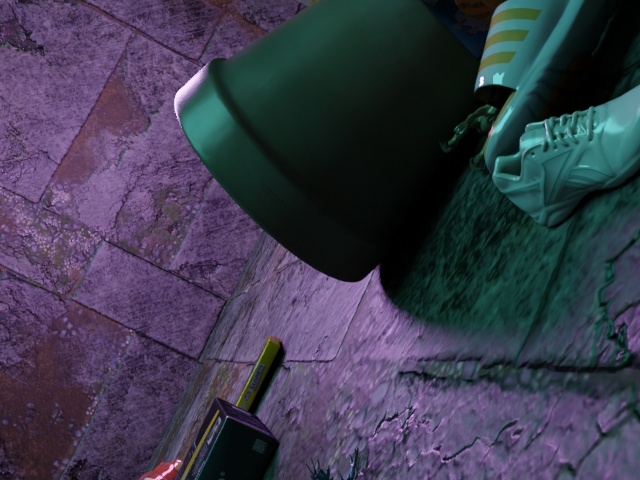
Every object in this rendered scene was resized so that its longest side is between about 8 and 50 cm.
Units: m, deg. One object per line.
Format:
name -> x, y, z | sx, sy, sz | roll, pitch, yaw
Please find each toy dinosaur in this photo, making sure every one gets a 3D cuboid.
toy dinosaur -> 0.169, -0.116, 0.824 | 0.092, 0.053, 0.183 | -47, -7, -10
toy dinosaur -> 0.007, 0.225, 0.736 | 0.082, 0.047, 0.090 | 96, -178, -57

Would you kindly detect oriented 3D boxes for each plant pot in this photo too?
plant pot -> 0.038, -0.159, 0.968 | 0.280, 0.323, 0.323 | -44, 14, 17

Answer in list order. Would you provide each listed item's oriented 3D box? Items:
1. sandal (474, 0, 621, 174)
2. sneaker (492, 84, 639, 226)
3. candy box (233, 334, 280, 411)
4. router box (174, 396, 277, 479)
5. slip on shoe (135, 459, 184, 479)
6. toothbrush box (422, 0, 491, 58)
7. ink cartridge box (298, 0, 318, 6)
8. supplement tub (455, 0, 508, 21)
sandal -> 0.182, -0.171, 0.660 | 0.265, 0.076, 0.102 | -60, -26, -9
sneaker -> 0.170, -0.060, 0.550 | 0.152, 0.061, 0.053 | -48, 15, 56
candy box -> -0.125, 0.265, 1.428 | 0.206, 0.027, 0.105 | -63, 0, -3
router box -> -0.178, 0.393, 1.185 | 0.309, 0.081, 0.243 | -64, 8, -8
slip on shoe -> -0.315, 0.504, 1.636 | 0.101, 0.123, 0.331 | -41, -4, -30
toothbrush box -> 0.173, -0.333, 1.160 | 0.216, 0.126, 0.295 | -67, 8, -22
ink cartridge box -> 0.030, -0.369, 1.098 | 0.127, 0.176, 0.128 | -62, 10, 23
supplement tub -> 0.154, -0.393, 0.770 | 0.207, 0.207, 0.338 | 131, 130, -58
